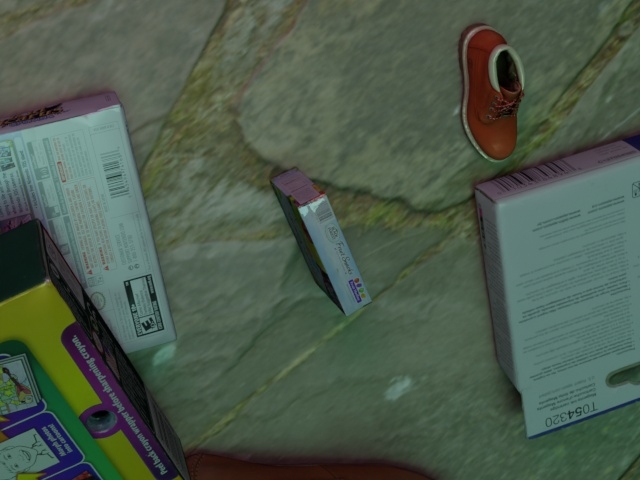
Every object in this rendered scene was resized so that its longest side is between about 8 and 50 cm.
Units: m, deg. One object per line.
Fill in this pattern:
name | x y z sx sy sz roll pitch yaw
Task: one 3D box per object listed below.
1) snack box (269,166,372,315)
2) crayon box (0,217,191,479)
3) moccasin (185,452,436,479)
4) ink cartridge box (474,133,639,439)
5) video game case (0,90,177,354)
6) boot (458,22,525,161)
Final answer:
snack box | 0.000 0.000 1.327 0.037 0.100 0.141 -27 116 -8
crayon box | -0.337 0.191 1.222 0.313 0.106 0.363 -24 132 -1
moccasin | 0.012 0.327 1.435 0.380 0.147 0.139 17 105 -24
ink cartridge box | 0.359 0.042 1.487 0.324 0.071 0.330 -17 118 -13
video game case | -0.293 0.008 1.251 0.244 0.061 0.270 -15 115 -12
boot | 0.192 -0.150 1.344 0.059 0.084 0.158 -20 117 -12
